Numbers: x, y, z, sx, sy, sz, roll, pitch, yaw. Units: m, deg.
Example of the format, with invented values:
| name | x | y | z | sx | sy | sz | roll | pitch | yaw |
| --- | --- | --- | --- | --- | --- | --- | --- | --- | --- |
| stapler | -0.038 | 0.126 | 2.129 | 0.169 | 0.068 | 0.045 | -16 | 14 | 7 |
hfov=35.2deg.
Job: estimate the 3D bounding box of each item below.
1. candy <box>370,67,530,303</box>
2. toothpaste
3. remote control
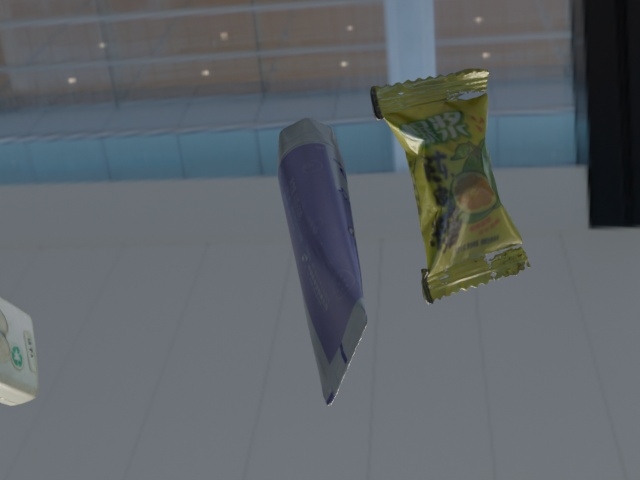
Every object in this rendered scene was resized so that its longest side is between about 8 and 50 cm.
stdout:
| name | x | y | z | sx | sy | sz | roll | pitch | yaw |
| --- | --- | --- | --- | --- | --- | --- | --- | --- | --- |
| candy | 0.178 | -0.078 | 1.361 | 0.187 | 0.297 | 0.081 | -16 | -171 | -25 |
| toothpaste | 0.000 | 0.000 | 1.084 | 0.080 | 0.125 | 0.371 | 10 | -143 | -15 |
| remote control | -0.296 | 0.069 | 0.829 | 0.049 | 0.230 | 0.090 | -17 | -114 | 7 |
